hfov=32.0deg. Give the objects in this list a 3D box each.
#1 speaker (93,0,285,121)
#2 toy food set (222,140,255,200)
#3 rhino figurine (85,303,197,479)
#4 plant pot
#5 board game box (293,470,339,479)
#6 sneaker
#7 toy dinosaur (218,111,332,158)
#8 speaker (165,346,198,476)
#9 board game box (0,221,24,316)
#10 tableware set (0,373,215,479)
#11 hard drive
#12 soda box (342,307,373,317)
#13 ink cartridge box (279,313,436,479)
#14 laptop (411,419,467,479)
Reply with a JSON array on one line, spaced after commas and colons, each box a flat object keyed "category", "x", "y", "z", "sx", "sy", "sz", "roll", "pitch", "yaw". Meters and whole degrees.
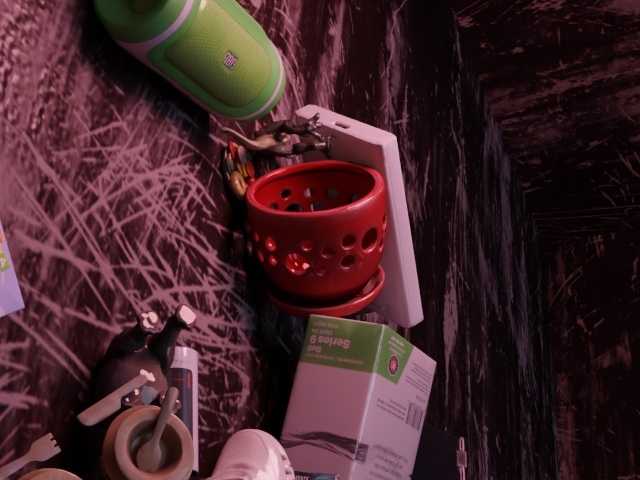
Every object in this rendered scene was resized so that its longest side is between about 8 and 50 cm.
[{"category": "speaker", "x": -0.151, "y": -0.246, "z": 1.371, "sx": 0.296, "sy": 0.131, "sz": 0.131, "roll": 33, "pitch": 48, "yaw": -63}, {"category": "toy food set", "x": -0.112, "y": -0.097, "z": 1.544, "sx": 0.083, "sy": 0.020, "sz": 0.083, "roll": -24, "pitch": 101, "yaw": -69}, {"category": "rhino figurine", "x": -0.187, "y": 0.173, "z": 1.078, "sx": 0.073, "sy": 0.106, "sz": 0.243, "roll": 29, "pitch": 44, "yaw": -20}, {"category": "plant pot", "x": 0.000, "y": 0.000, "z": 1.539, "sx": 0.191, "sy": 0.191, "sz": 0.174, "roll": -66, "pitch": 153, "yaw": -58}, {"category": "board game box", "x": -0.049, "y": 0.352, "z": 1.302, "sx": 0.186, "sy": 0.126, "sz": 0.026, "roll": -80, "pitch": 171, "yaw": -45}, {"category": "sneaker", "x": -0.103, "y": 0.317, "z": 1.222, "sx": 0.118, "sy": 0.110, "sz": 0.292, "roll": 53, "pitch": 30, "yaw": -33}, {"category": "toy dinosaur", "x": -0.050, "y": -0.142, "z": 1.552, "sx": 0.268, "sy": 0.118, "sz": 0.064, "roll": -21, "pitch": 109, "yaw": -80}, {"category": "speaker", "x": -0.159, "y": 0.185, "z": 1.206, "sx": 0.055, "sy": 0.055, "sz": 0.136, "roll": 42, "pitch": 40, "yaw": -58}, {"category": "board game box", "x": -0.326, "y": 0.004, "z": 0.881, "sx": 0.211, "sy": 0.039, "sz": 0.160, "roll": -29, "pitch": 106, "yaw": -70}, {"category": "tableware set", "x": -0.184, "y": 0.208, "z": 0.963, "sx": 0.194, "sy": 0.039, "sz": 0.128, "roll": -32, "pitch": 86, "yaw": -38}, {"category": "hard drive", "x": 0.058, "y": -0.036, "z": 1.671, "sx": 0.040, "sy": 0.203, "sz": 0.308, "roll": -28, "pitch": 124, "yaw": -28}, {"category": "soda box", "x": 0.051, "y": 0.038, "z": 1.848, "sx": 0.053, "sy": 0.060, "sz": 0.169, "roll": -26, "pitch": 103, "yaw": -69}, {"category": "ink cartridge box", "x": 0.042, "y": 0.269, "z": 1.494, "sx": 0.211, "sy": 0.121, "sz": 0.289, "roll": 41, "pitch": 60, "yaw": -58}, {"category": "laptop", "x": 0.118, "y": 0.505, "z": 1.827, "sx": 0.408, "sy": 0.236, "sz": 0.382, "roll": 99, "pitch": -3, "yaw": -52}]
